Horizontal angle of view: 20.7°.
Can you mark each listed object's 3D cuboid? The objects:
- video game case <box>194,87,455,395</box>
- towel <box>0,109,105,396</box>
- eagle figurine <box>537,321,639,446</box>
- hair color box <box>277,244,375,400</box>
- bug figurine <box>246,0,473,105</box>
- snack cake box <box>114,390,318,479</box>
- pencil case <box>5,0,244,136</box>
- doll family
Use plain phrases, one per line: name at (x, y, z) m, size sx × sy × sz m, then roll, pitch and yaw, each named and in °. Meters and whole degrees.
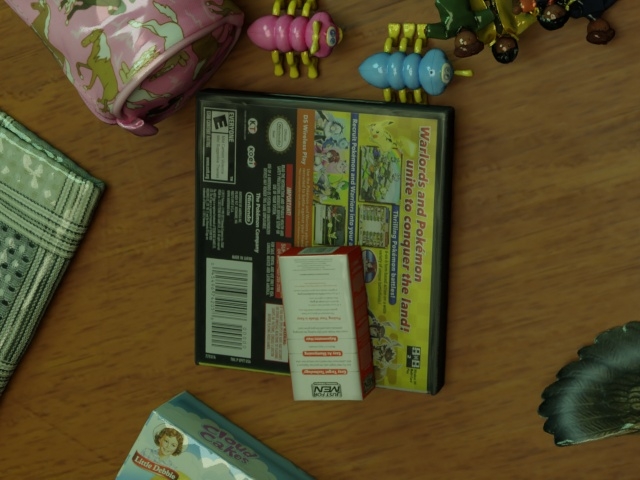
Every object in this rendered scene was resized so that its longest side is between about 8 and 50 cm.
video game case at (0.000, 0.000, 1.669) m, size 0.248 × 0.035 × 0.275 m, roll 6°, pitch 105°, yaw 18°
towel at (-0.416, -0.010, 1.807) m, size 0.324 × 0.056 × 0.312 m, roll 33°, pitch 106°, yaw 12°
eagle figurine at (0.354, 0.173, 1.521) m, size 0.225 × 0.298 × 0.226 m, roll 26°, pitch 64°, yaw -19°
hair color box at (0.006, 0.077, 1.643) m, size 0.072 × 0.043 × 0.141 m, roll -1°, pitch 102°, yaw 19°
bug figurine at (0.031, -0.250, 1.616) m, size 0.216 × 0.072 × 0.279 m, roll 0°, pitch 98°, yaw 18°
snack cake box at (-0.076, 0.287, 1.718) m, size 0.264 × 0.089 × 0.152 m, roll 32°, pitch 107°, yaw 11°
pencil case at (-0.245, -0.280, 1.653) m, size 0.386 × 0.160 × 0.167 m, roll 47°, pitch 133°, yaw 9°
doll family at (0.184, -0.213, 1.554) m, size 0.193 × 0.076 × 0.111 m, roll -17°, pitch 86°, yaw 5°
